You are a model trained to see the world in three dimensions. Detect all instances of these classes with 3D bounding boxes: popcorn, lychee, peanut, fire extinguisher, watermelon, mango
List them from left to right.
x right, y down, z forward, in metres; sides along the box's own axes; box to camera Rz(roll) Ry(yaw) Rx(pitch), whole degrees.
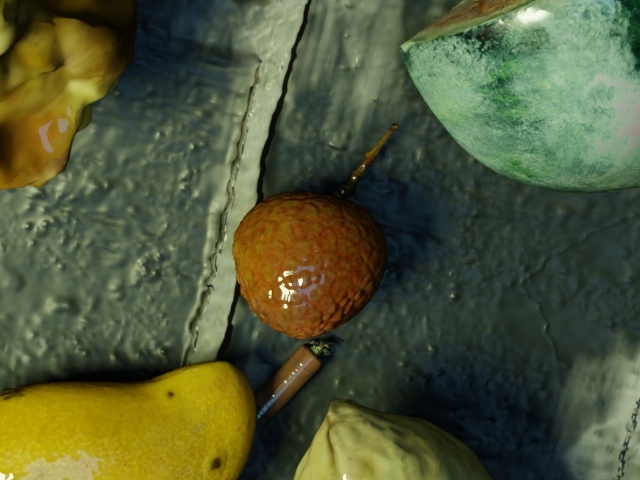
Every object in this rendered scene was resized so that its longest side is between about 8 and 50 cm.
[{"bbox_3d":[-0.260,-0.174,0.931,0.225,0.265,0.332,-32,86,6],"label":"popcorn"},{"bbox_3d":[-0.165,0.166,1.086,0.262,0.109,0.157,-19,107,0],"label":"mango"},{"bbox_3d":[-0.020,0.100,1.135,0.083,0.022,0.028,-47,141,4],"label":"fire extinguisher"},{"bbox_3d":[0.000,0.006,1.082,0.114,0.140,0.101,-14,113,36],"label":"lychee"},{"bbox_3d":[0.076,0.255,1.111,0.174,0.158,0.340,-30,103,-39],"label":"peanut"},{"bbox_3d":[0.236,-0.122,1.035,0.322,0.175,0.188,-29,103,1],"label":"watermelon"}]
